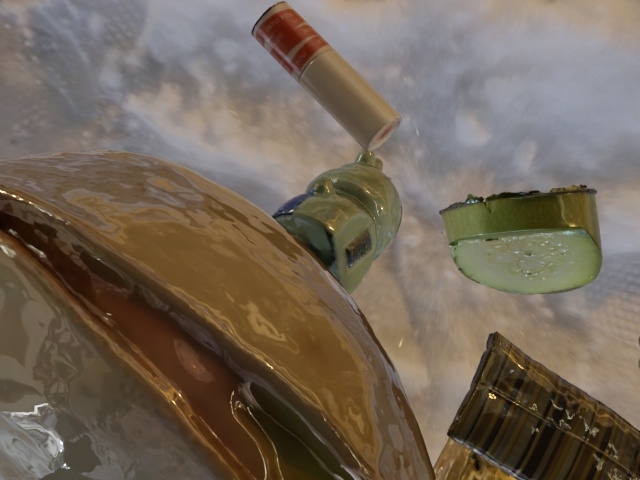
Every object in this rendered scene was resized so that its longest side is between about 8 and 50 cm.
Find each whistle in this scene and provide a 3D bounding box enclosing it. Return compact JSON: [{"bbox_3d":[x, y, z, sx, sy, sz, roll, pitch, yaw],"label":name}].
[{"bbox_3d":[0.000,0.000,1.098,0.092,0.244,0.110,11,124,31],"label":"whistle"}]

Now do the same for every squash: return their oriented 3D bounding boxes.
[{"bbox_3d":[0.267,-0.005,1.693,0.220,0.220,0.133,-2,80,6],"label":"squash"}]

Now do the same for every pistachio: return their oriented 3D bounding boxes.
[{"bbox_3d":[-0.116,0.104,0.832,0.445,0.365,0.281,33,69,28],"label":"pistachio"}]

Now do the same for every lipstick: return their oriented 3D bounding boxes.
[{"bbox_3d":[0.004,-0.125,0.959,0.038,0.038,0.131,-44,78,4],"label":"lipstick"}]

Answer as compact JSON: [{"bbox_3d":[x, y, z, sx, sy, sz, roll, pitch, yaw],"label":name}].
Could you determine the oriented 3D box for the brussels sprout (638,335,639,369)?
[{"bbox_3d":[0.584,0.181,1.515,0.342,0.425,0.361,-37,98,31],"label":"brussels sprout"}]

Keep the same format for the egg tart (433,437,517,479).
[{"bbox_3d":[0.191,0.302,1.349,0.116,0.295,0.295,17,92,23],"label":"egg tart"}]

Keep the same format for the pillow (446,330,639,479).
[{"bbox_3d":[0.215,0.179,1.123,0.203,0.038,0.113,33,65,-10],"label":"pillow"}]
